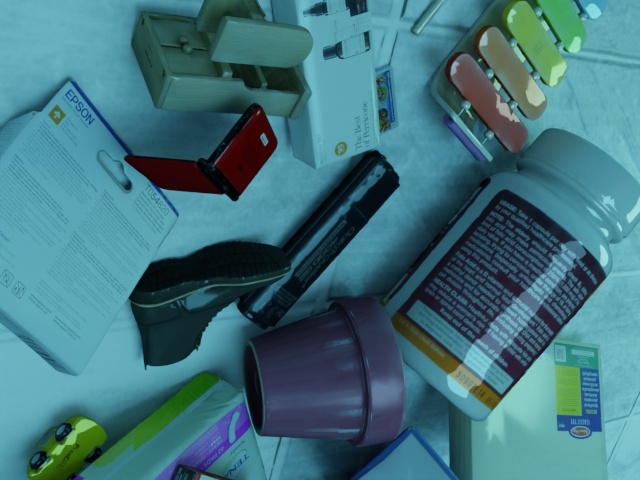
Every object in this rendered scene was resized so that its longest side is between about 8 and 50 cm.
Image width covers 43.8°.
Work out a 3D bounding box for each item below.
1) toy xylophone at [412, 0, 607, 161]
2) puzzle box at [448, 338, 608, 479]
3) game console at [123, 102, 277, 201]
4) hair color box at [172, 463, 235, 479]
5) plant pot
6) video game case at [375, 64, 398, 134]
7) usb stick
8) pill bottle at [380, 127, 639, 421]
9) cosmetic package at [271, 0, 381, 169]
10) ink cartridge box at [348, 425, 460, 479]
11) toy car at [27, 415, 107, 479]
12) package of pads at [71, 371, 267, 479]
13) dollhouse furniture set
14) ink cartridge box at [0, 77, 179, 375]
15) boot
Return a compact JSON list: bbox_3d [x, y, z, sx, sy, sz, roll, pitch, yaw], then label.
[{"bbox_3d":[0.251,-0.272,1.046,0.236,0.081,0.323,27,98,-42],"label":"toy xylophone"},{"bbox_3d":[0.376,0.307,1.410,0.409,0.052,0.272,12,73,-40],"label":"puzzle box"},{"bbox_3d":[-0.119,-0.095,0.837,0.124,0.085,0.144,-53,172,-4],"label":"game console"},{"bbox_3d":[-0.128,0.324,0.968,0.141,0.043,0.072,37,70,-49],"label":"hair color box"},{"bbox_3d":[-0.004,0.185,1.075,0.180,0.201,0.201,-6,121,-15],"label":"plant pot"},{"bbox_3d":[0.045,-0.162,1.009,0.122,0.011,0.087,-26,128,-21],"label":"video game case"},{"bbox_3d":[0.000,0.000,1.052,0.278,0.045,0.077,-49,140,-2],"label":"usb stick"},{"bbox_3d":[0.272,0.045,1.155,0.392,0.224,0.224,-49,134,0],"label":"pill bottle"},{"bbox_3d":[0.008,-0.210,0.910,0.099,0.060,0.239,-22,123,-22],"label":"cosmetic package"},{"bbox_3d":[0.155,0.450,1.219,0.151,0.270,0.395,-37,165,-13],"label":"ink cartridge box"},{"bbox_3d":[-0.363,0.336,0.956,0.239,0.053,0.225,-17,109,-27],"label":"toy car"},{"bbox_3d":[-0.193,0.346,1.007,0.296,0.101,0.229,-37,128,-40],"label":"package of pads"},{"bbox_3d":[-0.060,-0.242,0.756,0.161,0.212,0.242,-3,144,-34],"label":"dollhouse furniture set"},{"bbox_3d":[-0.267,-0.012,0.823,0.224,0.045,0.223,-62,140,-30],"label":"ink cartridge box"},{"bbox_3d":[-0.136,0.082,0.992,0.197,0.077,0.137,-9,127,-17],"label":"boot"}]
